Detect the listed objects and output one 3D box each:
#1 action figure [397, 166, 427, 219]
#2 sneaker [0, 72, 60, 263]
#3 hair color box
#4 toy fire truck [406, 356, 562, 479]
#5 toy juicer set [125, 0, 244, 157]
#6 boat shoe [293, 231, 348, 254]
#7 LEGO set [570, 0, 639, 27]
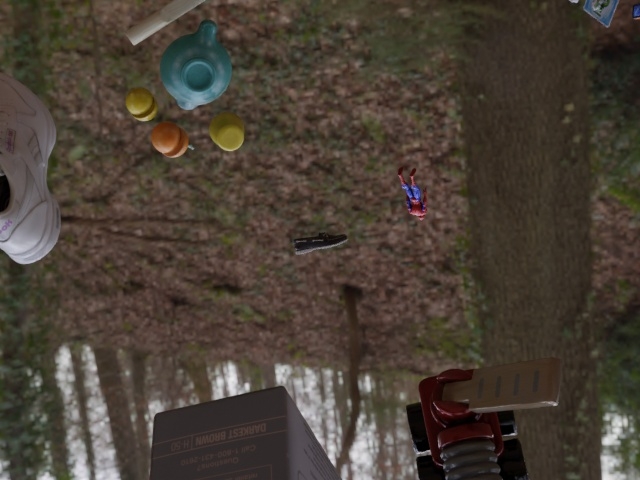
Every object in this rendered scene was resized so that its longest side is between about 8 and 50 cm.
[{"bbox_3d":[0.159,-0.076,1.527,0.038,0.115,0.030,4,-132,25],"label":"action figure"},{"bbox_3d":[-0.446,-0.125,1.277,0.114,0.305,0.152,-23,156,8],"label":"sneaker"},{"bbox_3d":[-0.040,0.313,0.621,0.113,0.185,0.375,-14,-132,10],"label":"hair color box"},{"bbox_3d":[0.168,0.218,0.901,0.158,0.217,0.246,-11,153,7],"label":"toy fire truck"},{"bbox_3d":[-0.268,-0.310,1.693,0.209,0.329,0.089,-13,-154,-7],"label":"toy juicer set"},{"bbox_3d":[0.000,0.000,2.070,0.125,0.038,0.046,-14,-175,10],"label":"boat shoe"},{"bbox_3d":[0.454,-0.429,1.380,0.060,0.183,0.244,0,-145,-20],"label":"LEGO set"}]
